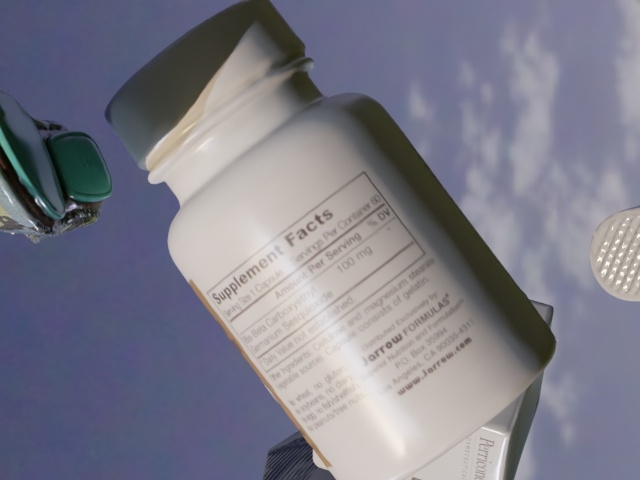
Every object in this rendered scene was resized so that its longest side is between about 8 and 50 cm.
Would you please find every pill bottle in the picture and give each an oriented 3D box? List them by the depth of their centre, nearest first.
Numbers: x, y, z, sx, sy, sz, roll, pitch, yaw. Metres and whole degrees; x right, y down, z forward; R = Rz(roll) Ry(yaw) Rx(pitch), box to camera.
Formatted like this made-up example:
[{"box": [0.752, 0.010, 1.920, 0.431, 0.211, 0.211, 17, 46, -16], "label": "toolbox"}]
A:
[{"box": [0.000, 0.000, 0.759, 0.229, 0.131, 0.131, 53, -148, 1], "label": "pill bottle"}]

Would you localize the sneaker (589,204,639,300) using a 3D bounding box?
[{"box": [0.363, -0.005, 1.193, 0.161, 0.282, 0.102, -6, -85, -33], "label": "sneaker"}]

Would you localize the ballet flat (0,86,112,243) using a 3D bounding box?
[{"box": [-0.141, -0.025, 0.676, 0.188, 0.070, 0.070, 40, -126, -82], "label": "ballet flat"}]

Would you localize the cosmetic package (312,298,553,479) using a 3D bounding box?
[{"box": [0.102, 0.134, 1.397, 0.151, 0.183, 0.151, 88, -157, -50], "label": "cosmetic package"}]

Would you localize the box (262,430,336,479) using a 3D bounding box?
[{"box": [0.004, 0.275, 1.517, 0.094, 0.113, 0.275, 56, -169, -13], "label": "box"}]
